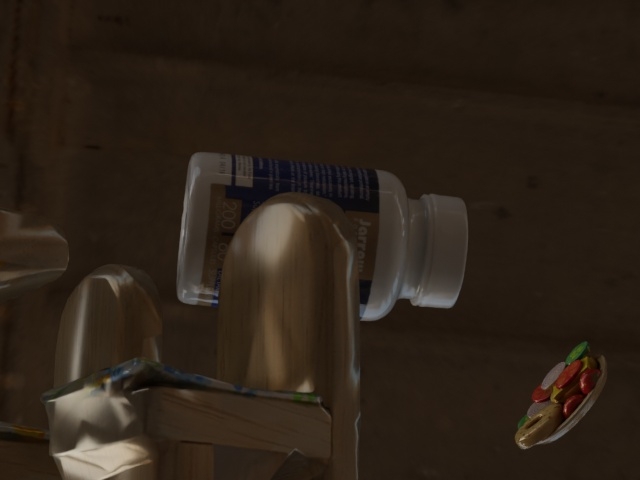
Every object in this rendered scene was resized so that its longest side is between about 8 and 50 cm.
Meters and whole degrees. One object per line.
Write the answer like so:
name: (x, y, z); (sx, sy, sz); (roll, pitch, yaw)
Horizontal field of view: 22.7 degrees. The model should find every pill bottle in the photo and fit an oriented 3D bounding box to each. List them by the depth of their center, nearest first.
pill bottle: (0.000, 0.000, 0.690); (0.120, 0.067, 0.067); (5, -88, -7)

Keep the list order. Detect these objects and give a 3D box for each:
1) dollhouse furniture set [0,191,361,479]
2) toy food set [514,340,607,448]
dollhouse furniture set: (-0.239, 0.001, 0.590); (0.362, 0.394, 0.256); (12, -110, -36)
toy food set: (0.169, 0.110, 1.119); (0.020, 0.082, 0.083); (40, -71, -7)
